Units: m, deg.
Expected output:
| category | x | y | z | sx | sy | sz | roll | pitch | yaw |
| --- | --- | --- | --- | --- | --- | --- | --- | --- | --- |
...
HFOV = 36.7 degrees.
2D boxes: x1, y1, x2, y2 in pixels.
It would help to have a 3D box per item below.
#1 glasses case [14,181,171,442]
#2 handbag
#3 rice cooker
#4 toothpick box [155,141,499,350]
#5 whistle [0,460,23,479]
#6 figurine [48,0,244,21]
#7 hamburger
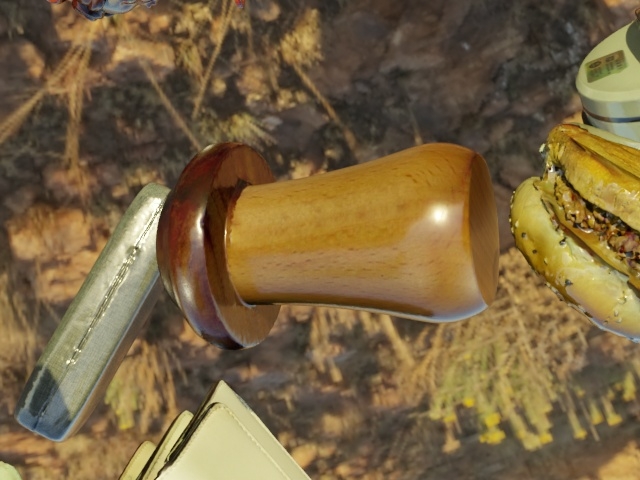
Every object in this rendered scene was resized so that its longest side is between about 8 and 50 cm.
| category | x | y | z | sx | sy | sz | roll | pitch | yaw |
| --- | --- | --- | --- | --- | --- | --- | --- | --- | --- |
| glasses case | -0.248 | 0.084 | 1.142 | 0.074 | 0.323 | 0.131 | 29 | 172 | 0 |
| handbag | -0.061 | 0.355 | 1.060 | 0.160 | 0.358 | 0.237 | -38 | -173 | 16 |
| rice cooker | 0.417 | -0.154 | 1.108 | 0.226 | 0.226 | 0.244 | -23 | 117 | 9 |
| toothpick box | 0.000 | 0.000 | 0.853 | 0.294 | 0.192 | 0.192 | -4 | 158 | 21 |
| whistle | -0.196 | 0.235 | 0.661 | 0.126 | 0.067 | 0.258 | -36 | 146 | -29 |
| figurine | -0.226 | -0.334 | 1.169 | 0.226 | 0.183 | 0.160 | -20 | 120 | 7 |
| hamburger | 0.219 | -0.009 | 0.726 | 0.177 | 0.185 | 0.113 | 3 | 121 | -38 |
